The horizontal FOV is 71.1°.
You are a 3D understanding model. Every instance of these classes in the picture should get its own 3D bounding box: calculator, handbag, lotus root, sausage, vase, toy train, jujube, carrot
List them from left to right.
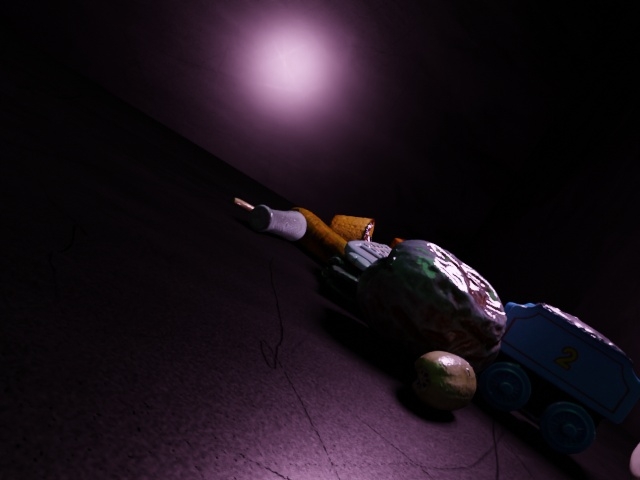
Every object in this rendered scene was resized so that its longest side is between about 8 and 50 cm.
[{"bbox_3d":[-0.233,-0.105,1.490,0.132,0.024,0.024,28,7,-33],"label":"sausage"},{"bbox_3d":[-0.127,-0.053,1.317,0.096,0.096,0.219,35,9,20],"label":"vase"},{"bbox_3d":[0.000,0.000,1.444,0.302,0.114,0.114,39,8,31],"label":"carrot"},{"bbox_3d":[0.126,0.139,1.126,0.260,0.079,0.247,32,5,-5],"label":"handbag"},{"bbox_3d":[0.164,0.057,1.251,0.184,0.042,0.295,34,19,28],"label":"calculator"},{"bbox_3d":[0.227,0.144,0.908,0.308,0.215,0.246,40,28,-6],"label":"jujube"},{"bbox_3d":[0.210,0.231,0.734,0.077,0.090,0.183,2,-18,38],"label":"lotus root"},{"bbox_3d":[0.500,0.285,0.995,0.300,0.265,0.188,33,5,17],"label":"toy train"}]

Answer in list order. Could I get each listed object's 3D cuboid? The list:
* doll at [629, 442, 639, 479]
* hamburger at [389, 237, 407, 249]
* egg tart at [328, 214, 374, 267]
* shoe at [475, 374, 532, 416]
[{"bbox_3d":[0.817,0.535,0.901,0.370,0.226,0.215,29,-30,7],"label":"doll"},{"bbox_3d":[0.372,0.133,1.794,0.291,0.225,0.291,25,8,-4],"label":"hamburger"},{"bbox_3d":[0.107,0.006,1.629,0.171,0.215,0.215,18,3,11],"label":"egg tart"},{"bbox_3d":[0.482,0.351,1.167,0.241,0.108,0.093,42,8,14],"label":"shoe"}]
